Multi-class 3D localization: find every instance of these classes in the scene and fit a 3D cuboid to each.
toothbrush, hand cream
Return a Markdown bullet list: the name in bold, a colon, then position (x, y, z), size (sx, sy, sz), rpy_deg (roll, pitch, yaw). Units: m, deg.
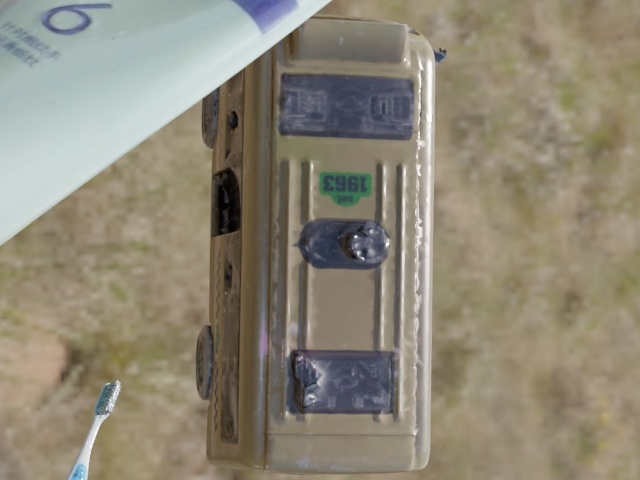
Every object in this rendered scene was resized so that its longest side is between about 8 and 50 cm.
- **toothbrush**: position (-0.141, 0.148, 1.071), size (0.017, 0.014, 0.162), rpy_deg (-37, -151, 57)
- **hand cream**: position (-0.074, -0.079, 0.736), size (0.321, 0.109, 0.067), rpy_deg (-40, 145, -27)

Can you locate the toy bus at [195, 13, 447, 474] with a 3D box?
- **toy bus**: position (0.000, 0.000, 1.189), size (0.157, 0.139, 0.289), rpy_deg (165, -72, -78)
